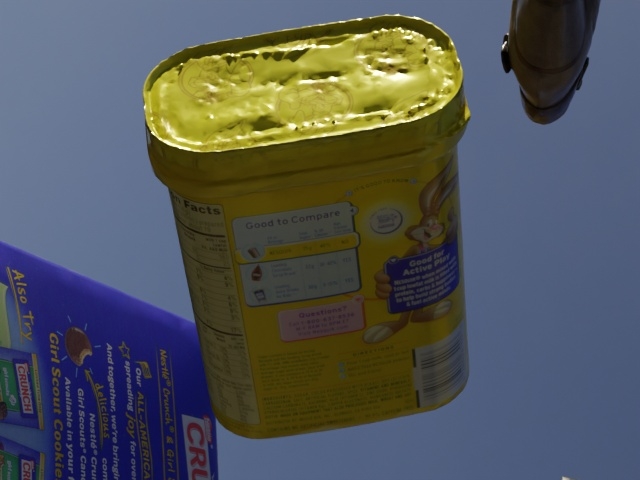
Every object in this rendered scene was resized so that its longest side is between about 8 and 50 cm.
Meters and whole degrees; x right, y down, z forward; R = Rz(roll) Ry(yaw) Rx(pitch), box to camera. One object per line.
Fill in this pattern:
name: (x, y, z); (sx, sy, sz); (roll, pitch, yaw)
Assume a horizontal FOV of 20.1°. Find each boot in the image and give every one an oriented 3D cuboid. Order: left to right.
boot: (0.097, -0.109, 0.720); (0.087, 0.042, 0.118); (87, 21, -52)

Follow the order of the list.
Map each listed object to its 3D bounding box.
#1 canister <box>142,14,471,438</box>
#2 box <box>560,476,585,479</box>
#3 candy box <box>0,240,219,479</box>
canister: (0.000, 0.000, 0.754); (0.073, 0.126, 0.170); (-102, -176, -48)
box: (0.242, 0.248, 1.558); (0.083, 0.052, 0.062); (9, -68, 15)
candy box: (-0.197, 0.155, 1.160); (0.122, 0.317, 0.268); (-19, -117, 29)
